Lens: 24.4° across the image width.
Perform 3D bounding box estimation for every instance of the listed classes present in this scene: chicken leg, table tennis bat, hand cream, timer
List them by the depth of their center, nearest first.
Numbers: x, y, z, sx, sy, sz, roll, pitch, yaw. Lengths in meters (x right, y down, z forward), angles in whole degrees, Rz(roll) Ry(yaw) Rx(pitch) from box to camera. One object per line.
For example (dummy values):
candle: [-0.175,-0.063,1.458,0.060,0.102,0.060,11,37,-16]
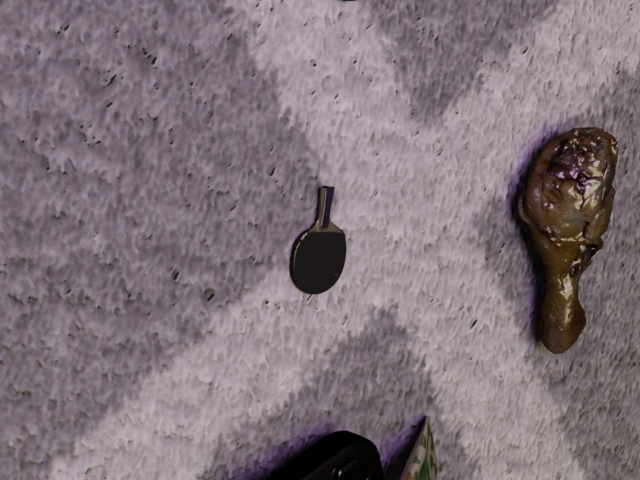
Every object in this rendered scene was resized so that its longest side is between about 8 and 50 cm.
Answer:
table tennis bat: [0.000,0.000,1.110,0.050,0.007,0.083,-3,105,-37]
timer: [-0.005,0.248,1.143,0.144,0.055,0.187,-31,124,-35]
hand cream: [0.070,0.202,1.158,0.165,0.037,0.057,-55,140,-58]
chicken leg: [0.204,0.003,1.238,0.085,0.069,0.197,-31,129,-55]
